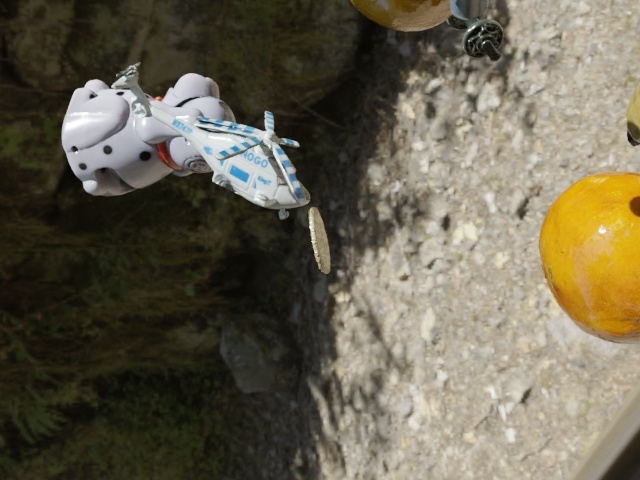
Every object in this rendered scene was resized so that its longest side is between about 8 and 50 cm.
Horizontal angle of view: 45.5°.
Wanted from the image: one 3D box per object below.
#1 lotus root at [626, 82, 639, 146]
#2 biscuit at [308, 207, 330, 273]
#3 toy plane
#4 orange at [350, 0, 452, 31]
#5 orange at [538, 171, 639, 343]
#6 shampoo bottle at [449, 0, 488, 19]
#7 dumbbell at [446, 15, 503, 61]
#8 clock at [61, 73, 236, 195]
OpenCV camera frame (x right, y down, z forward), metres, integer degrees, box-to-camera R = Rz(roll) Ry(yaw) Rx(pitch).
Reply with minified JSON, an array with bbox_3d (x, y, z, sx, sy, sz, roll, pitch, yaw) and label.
[{"bbox_3d":[0.669,-0.263,1.424,0.257,0.154,0.140,111,145,-56],"label":"lotus root"},{"bbox_3d":[0.000,0.000,1.657,0.152,0.020,0.152,-11,-90,-81],"label":"biscuit"},{"bbox_3d":[-0.138,-0.115,0.958,0.182,0.273,0.107,-89,19,-56],"label":"toy plane"},{"bbox_3d":[0.128,-0.436,1.162,0.236,0.236,0.237,179,90,-68],"label":"orange"},{"bbox_3d":[0.477,0.027,1.224,0.284,0.225,0.284,-18,-90,-89],"label":"orange"},{"bbox_3d":[0.155,-0.323,0.789,0.214,0.072,0.072,75,180,-57],"label":"shampoo bottle"},{"bbox_3d":[0.294,-0.414,1.464,0.254,0.081,0.082,-105,25,-46],"label":"dumbbell"},{"bbox_3d":[-0.240,-0.165,1.181,0.189,0.253,0.189,-6,-90,-72],"label":"clock"}]
